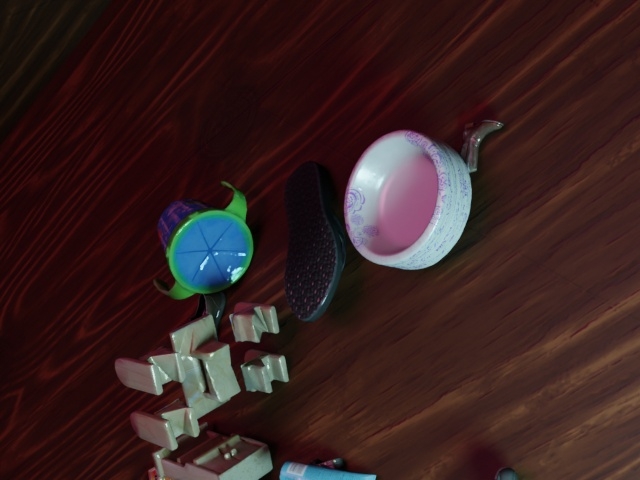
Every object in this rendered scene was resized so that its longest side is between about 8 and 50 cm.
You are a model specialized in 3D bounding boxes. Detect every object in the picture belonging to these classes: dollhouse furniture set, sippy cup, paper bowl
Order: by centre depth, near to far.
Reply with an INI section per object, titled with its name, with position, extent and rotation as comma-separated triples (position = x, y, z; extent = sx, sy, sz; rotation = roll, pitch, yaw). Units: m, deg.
[paper bowl]
position = 0.195, -0.079, 1.658
extent = 0.284, 0.148, 0.284
rotation = -13, 71, 44
[dollhouse furniture set]
position = -0.287, 0.375, 1.864
extent = 0.257, 0.362, 0.394
rotation = 3, 109, 43
[sippy cup]
position = -0.329, -0.006, 2.115
extent = 0.224, 0.306, 0.240
rotation = 37, 148, 54

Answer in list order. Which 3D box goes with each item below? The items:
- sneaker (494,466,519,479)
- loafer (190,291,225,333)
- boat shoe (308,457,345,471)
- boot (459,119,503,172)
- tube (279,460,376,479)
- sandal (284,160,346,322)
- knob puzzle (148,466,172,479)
[sneaker]
position = 0.374, 0.523, 1.365
extent = 0.106, 0.101, 0.267
rotation = -20, 61, 15
[loafer]
position = -0.324, 0.236, 2.121
extent = 0.080, 0.078, 0.220
rotation = 5, 81, 45
[boat shoe]
position = -0.004, 0.507, 1.750
extent = 0.133, 0.049, 0.042
rotation = -17, 70, 32
[boot]
position = 0.331, -0.191, 1.645
extent = 0.106, 0.037, 0.114
rotation = -1, 73, 57
[tube]
position = 0.013, 0.517, 1.680
extent = 0.207, 0.052, 0.080
rotation = 5, 65, 29
[sandal]
position = 0.002, -0.002, 1.879
extent = 0.168, 0.107, 0.445
rotation = -33, 44, 34
[knob puzzle]
position = -0.395, 0.664, 2.095
extent = 0.213, 0.030, 0.213
rotation = -16, 67, 40
